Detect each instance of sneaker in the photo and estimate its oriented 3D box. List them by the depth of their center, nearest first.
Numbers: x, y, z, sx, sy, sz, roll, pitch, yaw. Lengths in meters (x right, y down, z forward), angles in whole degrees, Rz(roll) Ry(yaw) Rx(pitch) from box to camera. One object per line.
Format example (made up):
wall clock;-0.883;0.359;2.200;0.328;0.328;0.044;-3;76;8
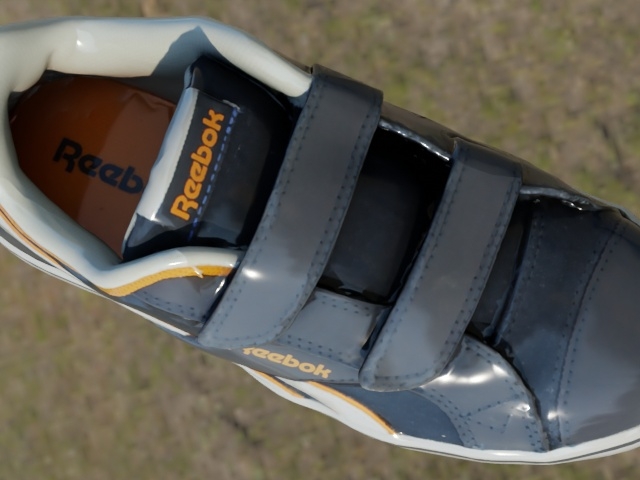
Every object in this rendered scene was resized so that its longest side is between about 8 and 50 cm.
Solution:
sneaker;0.000;0.000;0.768;0.127;0.321;0.126;75;-148;-74
